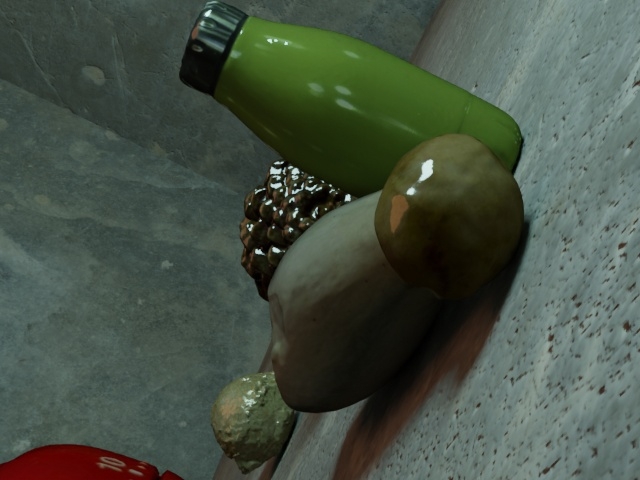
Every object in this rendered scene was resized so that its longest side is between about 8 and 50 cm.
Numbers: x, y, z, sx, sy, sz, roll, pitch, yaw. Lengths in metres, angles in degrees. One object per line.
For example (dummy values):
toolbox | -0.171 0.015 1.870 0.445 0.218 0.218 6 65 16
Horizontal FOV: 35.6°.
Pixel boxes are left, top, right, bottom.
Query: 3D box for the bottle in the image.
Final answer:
bottle | 0.019 -0.099 0.770 0.112 0.260 0.112 -154 90 -87

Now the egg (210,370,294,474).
egg | -0.087 0.237 1.332 0.116 0.118 0.140 -8 29 32

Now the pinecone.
pinecone | 0.005 -0.001 1.126 0.204 0.184 0.179 61 -155 -64

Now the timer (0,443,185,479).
timer | -0.220 0.370 0.851 0.378 0.279 0.378 -156 90 -86

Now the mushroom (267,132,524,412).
mushroom | 0.035 0.039 0.739 0.128 0.128 0.350 -66 7 -29
